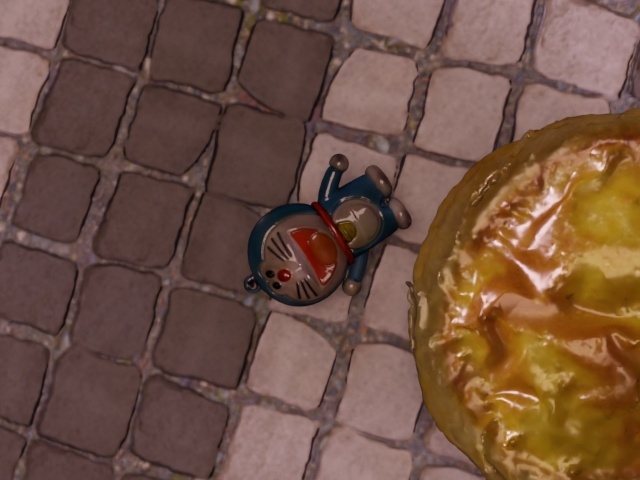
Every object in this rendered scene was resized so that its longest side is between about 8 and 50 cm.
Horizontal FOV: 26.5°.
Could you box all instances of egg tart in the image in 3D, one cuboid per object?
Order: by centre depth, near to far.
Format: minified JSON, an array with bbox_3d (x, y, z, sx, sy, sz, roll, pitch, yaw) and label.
[{"bbox_3d":[0.236,0.057,1.084,0.341,0.132,0.341,-1,84,8],"label":"egg tart"}]

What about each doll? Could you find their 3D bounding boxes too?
[{"bbox_3d":[0.000,0.000,1.151,0.152,0.085,0.114,-31,100,-6],"label":"doll"}]
